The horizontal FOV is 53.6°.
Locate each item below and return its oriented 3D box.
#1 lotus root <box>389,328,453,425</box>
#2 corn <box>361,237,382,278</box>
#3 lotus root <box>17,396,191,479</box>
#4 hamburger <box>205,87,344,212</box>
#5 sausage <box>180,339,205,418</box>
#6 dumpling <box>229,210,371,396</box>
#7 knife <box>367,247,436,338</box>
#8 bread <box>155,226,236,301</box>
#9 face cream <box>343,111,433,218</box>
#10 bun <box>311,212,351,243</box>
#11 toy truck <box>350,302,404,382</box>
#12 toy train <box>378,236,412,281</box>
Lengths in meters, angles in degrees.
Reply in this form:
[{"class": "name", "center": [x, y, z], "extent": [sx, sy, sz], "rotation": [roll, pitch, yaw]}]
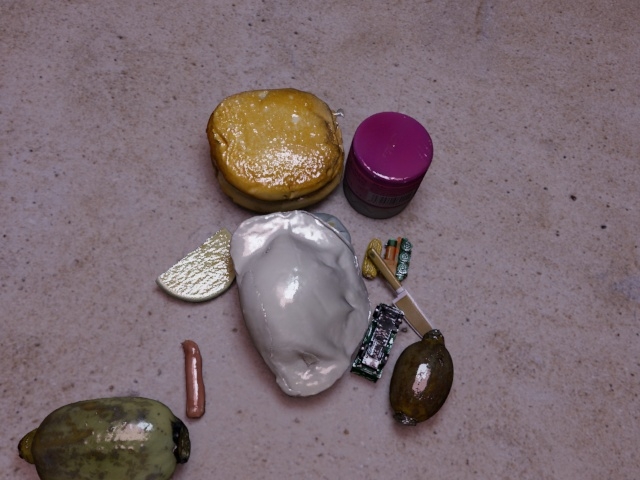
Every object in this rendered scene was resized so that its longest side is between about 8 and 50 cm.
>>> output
[{"class": "lotus root", "center": [0.205, 0.271, 1.263], "extent": [0.120, 0.120, 0.210], "rotation": [23, 67, 4]}, {"class": "corn", "center": [0.114, 0.039, 1.392], "extent": [0.037, 0.037, 0.092], "rotation": [18, 66, 2]}, {"class": "lotus root", "center": [-0.396, 0.374, 1.140], "extent": [0.309, 0.173, 0.173], "rotation": [-4, 67, 0]}, {"class": "hamburger", "center": [-0.090, -0.207, 1.403], "extent": [0.314, 0.170, 0.290], "rotation": [-9, 71, -11]}, {"class": "sausage", "center": [-0.252, 0.272, 1.254], "extent": [0.042, 0.036, 0.158], "rotation": [-4, 67, -16]}, {"class": "dumpling", "center": [-0.030, 0.115, 1.263], "extent": [0.260, 0.181, 0.341], "rotation": [-19, 57, -8]}, {"class": "knife", "center": [0.175, 0.124, 1.351], "extent": [0.046, 0.022, 0.256], "rotation": [-39, 84, 26]}, {"class": "bread", "center": [-0.239, 0.068, 1.344], "extent": [0.193, 0.036, 0.112], "rotation": [-41, 81, -23]}, {"class": "face cream", "center": [0.142, -0.160, 1.393], "extent": [0.175, 0.195, 0.175], "rotation": [3, 66, -7]}, {"class": "bun", "center": [0.000, 0.000, 1.371], "extent": [0.140, 0.083, 0.141], "rotation": [2, 64, -3]}, {"class": "toy truck", "center": [0.119, 0.207, 1.297], "extent": [0.065, 0.079, 0.147], "rotation": [23, 67, 5]}, {"class": "toy train", "center": [0.166, 0.040, 1.396], "extent": [0.064, 0.044, 0.103], "rotation": [9, 66, 9]}]
